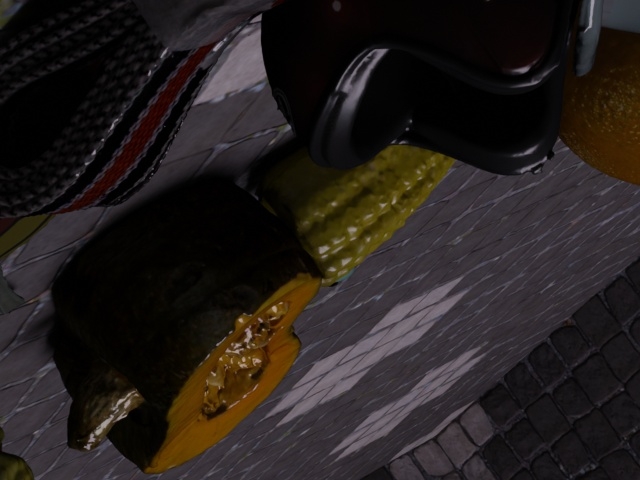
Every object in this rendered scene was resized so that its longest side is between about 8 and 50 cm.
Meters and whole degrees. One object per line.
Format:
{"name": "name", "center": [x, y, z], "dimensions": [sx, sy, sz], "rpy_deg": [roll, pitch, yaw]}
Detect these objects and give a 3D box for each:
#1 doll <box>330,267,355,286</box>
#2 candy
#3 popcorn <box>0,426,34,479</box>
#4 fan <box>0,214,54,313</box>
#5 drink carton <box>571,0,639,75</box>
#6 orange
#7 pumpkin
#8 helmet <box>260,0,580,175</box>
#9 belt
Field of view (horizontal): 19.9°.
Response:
{"name": "doll", "center": [0.000, 0.000, 1.667], "dimensions": [0.158, 0.059, 0.159], "rpy_deg": [-25, 165, -40]}
{"name": "candy", "center": [0.042, -0.054, 1.496], "dimensions": [0.199, 0.106, 0.094], "rpy_deg": [-37, -175, -22]}
{"name": "popcorn", "center": [-0.300, 0.197, 1.414], "dimensions": [0.142, 0.173, 0.173], "rpy_deg": [-43, 168, -6]}
{"name": "fan", "center": [-0.239, 0.006, 1.191], "dimensions": [0.229, 0.011, 0.335], "rpy_deg": [-34, 165, -7]}
{"name": "drink carton", "center": [0.247, -0.177, 1.049], "dimensions": [0.185, 0.189, 0.191], "rpy_deg": [85, 17, -78]}
{"name": "orange", "center": [0.272, -0.152, 1.446], "dimensions": [0.236, 0.236, 0.236], "rpy_deg": [-34, 167, -9]}
{"name": "pumpkin", "center": [-0.123, 0.082, 1.471], "dimensions": [0.221, 0.139, 0.317], "rpy_deg": [-34, 168, -20]}
{"name": "helmet", "center": [0.066, -0.130, 1.073], "dimensions": [0.216, 0.193, 0.189], "rpy_deg": [-36, 166, -4]}
{"name": "belt", "center": [-0.061, -0.129, 0.952], "dimensions": [0.359, 0.126, 0.094], "rpy_deg": [-36, 178, 29]}
